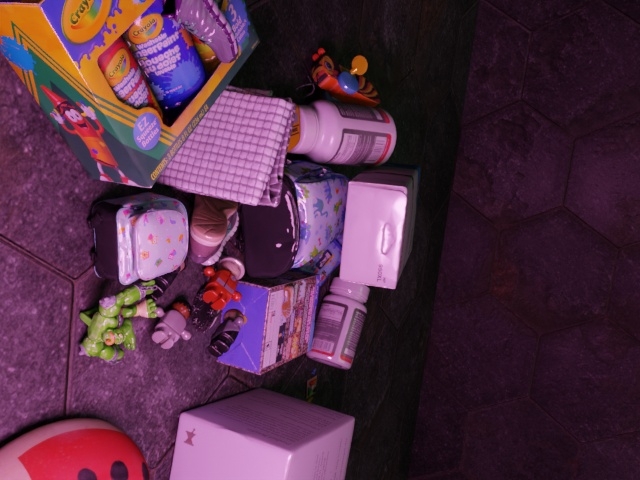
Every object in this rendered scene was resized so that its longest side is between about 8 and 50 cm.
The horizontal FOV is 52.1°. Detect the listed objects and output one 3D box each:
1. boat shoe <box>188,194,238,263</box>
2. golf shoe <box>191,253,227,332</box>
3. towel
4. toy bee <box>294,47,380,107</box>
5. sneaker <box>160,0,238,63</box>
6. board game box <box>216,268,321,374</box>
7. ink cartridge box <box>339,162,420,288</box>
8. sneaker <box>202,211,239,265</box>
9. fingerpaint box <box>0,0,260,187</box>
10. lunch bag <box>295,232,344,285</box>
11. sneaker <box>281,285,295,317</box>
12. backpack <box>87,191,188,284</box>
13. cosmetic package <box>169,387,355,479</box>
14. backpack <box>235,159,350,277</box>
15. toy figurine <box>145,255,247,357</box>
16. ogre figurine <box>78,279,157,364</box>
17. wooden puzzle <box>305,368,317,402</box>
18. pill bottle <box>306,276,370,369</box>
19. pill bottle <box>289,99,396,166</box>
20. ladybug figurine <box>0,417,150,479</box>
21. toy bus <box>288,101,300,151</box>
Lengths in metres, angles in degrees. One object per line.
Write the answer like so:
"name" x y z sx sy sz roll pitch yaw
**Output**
"boat shoe" -0.251 -0.043 1.464 0.092 0.102 0.285 -59 -164 22
"golf shoe" -0.255 0.132 1.607 0.094 0.077 0.198 27 77 -64
"towel" -0.192 -0.199 1.365 0.121 0.283 0.235 23 81 -65
"toy bee" 0.047 -0.477 1.887 0.298 0.195 0.162 23 48 -60
"sneaker" -0.222 -0.381 1.116 0.098 0.083 0.224 -45 140 -17
"board game box" -0.137 0.209 1.804 0.291 0.141 0.232 -8 107 -63
"ink cartridge box" 0.183 -0.060 1.915 0.395 0.166 0.286 -46 142 -71
"sneaker" -0.252 -0.025 1.569 0.076 0.064 0.167 56 48 -49
"fingerpaint box" -0.318 -0.384 1.168 0.445 0.163 0.371 -62 149 -32
"lunch bag" 0.000 0.000 2.056 0.293 0.138 0.221 -62 155 -8
"sneaker" -0.078 0.159 1.703 0.037 0.031 0.084 -9 109 -63
"backpack" -0.341 -0.010 1.294 0.188 0.144 0.166 -29 122 -59
"cosmetic package" -0.151 0.612 1.718 0.393 0.329 0.328 5 96 -64
"backpack" -0.060 -0.083 1.767 0.355 0.273 0.291 -59 149 -73
"toy figurine" -0.267 0.133 1.435 0.148 0.212 0.210 -71 162 -56
"ogre figurine" -0.404 0.165 1.289 0.197 0.097 0.118 -42 161 26
"wooden puzzle" -0.030 0.515 2.295 0.078 0.014 0.117 -31 127 -58
"pill bottle" 0.066 0.281 2.229 0.161 0.161 0.284 46 59 -60
"pill bottle" 0.046 -0.302 1.849 0.318 0.176 0.177 -1 102 -38
"ladybug figurine" -0.468 0.494 1.211 0.449 0.161 0.306 1 99 -64
"toy bus" -0.171 -0.248 1.589 0.332 0.108 0.130 -35 131 -56
